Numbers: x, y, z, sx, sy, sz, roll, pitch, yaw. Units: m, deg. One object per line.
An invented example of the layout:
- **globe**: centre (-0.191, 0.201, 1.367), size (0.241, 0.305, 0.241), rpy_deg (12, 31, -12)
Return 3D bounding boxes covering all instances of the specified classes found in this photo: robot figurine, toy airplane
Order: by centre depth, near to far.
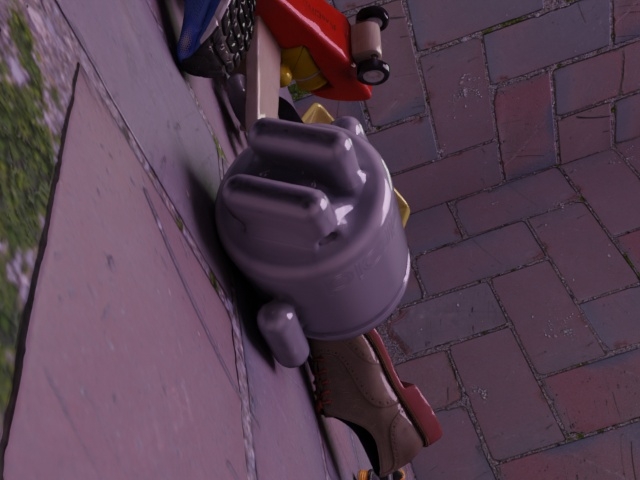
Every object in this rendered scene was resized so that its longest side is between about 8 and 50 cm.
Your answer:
- **robot figurine**: centre (0.000, 0.000, 0.849), size (0.300, 0.200, 0.353), rpy_deg (-66, 158, -19)
- **toy airplane**: centre (-0.090, -0.363, 1.211), size (0.386, 0.272, 0.384), rpy_deg (-41, 106, -48)

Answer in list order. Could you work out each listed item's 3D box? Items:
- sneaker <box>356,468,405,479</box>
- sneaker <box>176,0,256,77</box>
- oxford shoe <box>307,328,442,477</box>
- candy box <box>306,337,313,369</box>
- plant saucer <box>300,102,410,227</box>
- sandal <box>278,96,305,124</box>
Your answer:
- **sneaker**: centre (0.126, 0.484, 1.184), size (0.084, 0.083, 0.215), rpy_deg (39, 33, -85)
- **sneaker**: centre (-0.161, -0.358, 0.949), size (0.130, 0.147, 0.330), rpy_deg (90, 4, -64)
- **oxford shoe**: centre (0.033, 0.193, 1.042), size (0.348, 0.130, 0.123), rpy_deg (52, -18, 0)
- **candy box**: centre (-0.005, 0.110, 1.200), size (0.165, 0.070, 0.196), rpy_deg (-39, 109, -86)
- **plant saucer**: centre (0.032, -0.094, 1.487), size (0.333, 0.081, 0.333), rpy_deg (47, 32, -12)
- **sandal**: centre (-0.053, -0.180, 1.311), size (0.254, 0.097, 0.054), rpy_deg (43, -21, 21)
